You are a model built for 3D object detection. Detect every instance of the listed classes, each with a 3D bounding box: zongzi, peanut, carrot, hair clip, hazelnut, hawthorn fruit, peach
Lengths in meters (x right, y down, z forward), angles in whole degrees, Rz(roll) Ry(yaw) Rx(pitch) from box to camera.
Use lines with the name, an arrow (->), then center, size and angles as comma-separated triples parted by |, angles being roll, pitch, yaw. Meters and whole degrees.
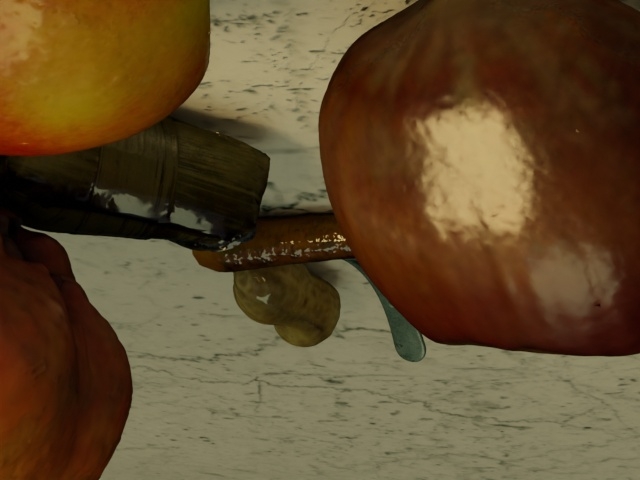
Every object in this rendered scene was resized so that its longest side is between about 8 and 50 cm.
zongzi -> -0.230, -0.053, 1.848 | 0.286, 0.138, 0.300 | 15, 160, -23
peanut -> -0.040, 0.073, 2.169 | 0.103, 0.098, 0.229 | 41, 179, 35
carrot -> 0.000, 0.000, 2.018 | 0.314, 0.066, 0.066 | -3, 157, 19
hair clip -> 0.072, 0.057, 2.159 | 0.048, 0.083, 0.275 | 3, 153, 31
hazelnut -> 0.182, -0.063, 1.491 | 0.365, 0.366, 0.366 | 5, 158, 2
hawthorn fruit -> -0.424, 0.146, 1.649 | 0.471, 0.472, 0.472 | 5, 158, 2
peach -> -0.268, -0.207, 1.336 | 0.380, 0.242, 0.306 | 6, 163, -1
